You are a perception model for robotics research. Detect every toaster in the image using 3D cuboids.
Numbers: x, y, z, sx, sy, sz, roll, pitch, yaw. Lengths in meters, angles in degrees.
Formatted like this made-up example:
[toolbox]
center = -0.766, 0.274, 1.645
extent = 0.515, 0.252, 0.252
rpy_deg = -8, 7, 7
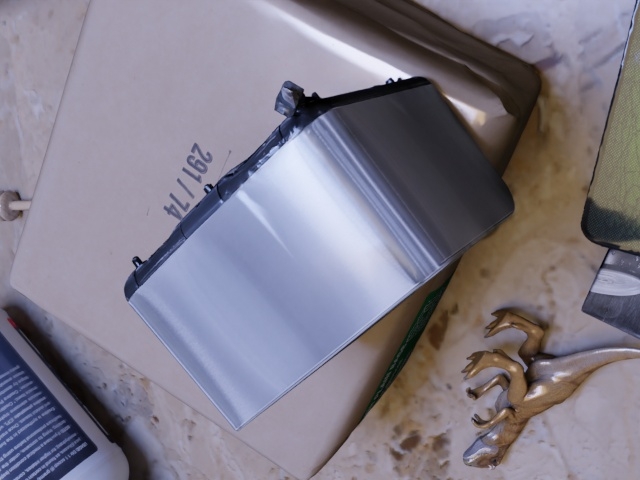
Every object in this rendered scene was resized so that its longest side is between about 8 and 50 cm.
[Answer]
[toaster]
center = 0.000, 0.000, 0.535
extent = 0.168, 0.186, 0.110
rpy_deg = -42, 83, 28

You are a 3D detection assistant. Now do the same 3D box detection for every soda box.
[soda box]
center = 0.244, -0.016, 0.674
extent = 0.060, 0.053, 0.169
rpy_deg = 27, 115, 16

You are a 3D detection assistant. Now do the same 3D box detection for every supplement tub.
[supplement tub]
center = -0.308, 0.213, 0.934
extent = 0.272, 0.191, 0.191
rpy_deg = 49, 120, 5

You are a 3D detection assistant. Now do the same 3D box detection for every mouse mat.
[mouse mat]
center = 0.258, -0.067, 0.616
extent = 0.153, 0.007, 0.189
rpy_deg = 16, 111, 20

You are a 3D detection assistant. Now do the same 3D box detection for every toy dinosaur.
[toy dinosaur]
center = 0.177, 0.103, 0.751
extent = 0.112, 0.064, 0.211
rpy_deg = 38, 130, -10

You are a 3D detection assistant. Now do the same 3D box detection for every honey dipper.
[honey dipper]
center = -0.258, -0.033, 0.927
extent = 0.161, 0.030, 0.030
rpy_deg = 0, 106, 22

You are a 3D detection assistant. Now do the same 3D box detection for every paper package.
[paper package]
center = -0.039, -0.044, 0.737
extent = 0.309, 0.168, 0.324
rpy_deg = 32, 116, 14
